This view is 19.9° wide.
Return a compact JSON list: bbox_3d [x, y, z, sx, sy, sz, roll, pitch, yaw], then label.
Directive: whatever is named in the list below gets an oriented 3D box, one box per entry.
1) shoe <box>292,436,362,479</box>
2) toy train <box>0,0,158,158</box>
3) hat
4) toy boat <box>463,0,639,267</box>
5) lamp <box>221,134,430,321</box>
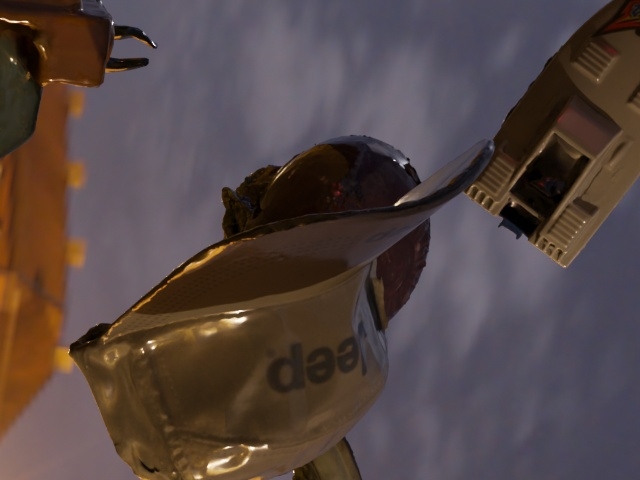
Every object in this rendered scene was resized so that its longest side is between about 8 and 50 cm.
[{"bbox_3d":[-0.006,0.305,1.938,0.103,0.098,0.274,23,-58,62],"label":"shoe"},{"bbox_3d":[-0.272,-0.158,0.815,0.178,0.429,0.249,-133,-127,-64],"label":"toy train"},{"bbox_3d":[0.000,0.054,0.979,0.245,0.214,0.149,-15,-83,56],"label":"hat"},{"bbox_3d":[0.254,-0.124,1.629,0.295,0.129,0.088,-54,173,12],"label":"toy boat"},{"bbox_3d":[0.002,-0.005,1.310,0.135,0.157,0.156,27,-87,34],"label":"lamp"}]
